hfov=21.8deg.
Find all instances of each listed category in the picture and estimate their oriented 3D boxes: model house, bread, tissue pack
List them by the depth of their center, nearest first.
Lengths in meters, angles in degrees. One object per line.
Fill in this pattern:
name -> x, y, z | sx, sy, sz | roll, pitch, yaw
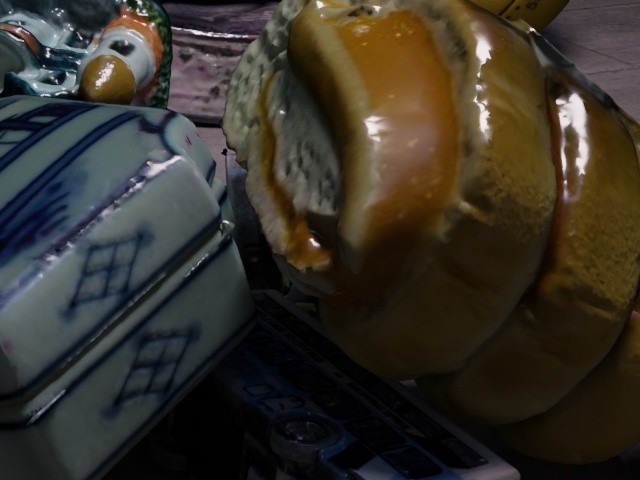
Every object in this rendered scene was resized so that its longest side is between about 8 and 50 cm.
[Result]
bread -> 0.124, -0.019, 1.100 | 0.341, 0.210, 0.300 | 36, 22, -28
model house -> -0.286, -0.131, 1.581 | 0.253, 0.184, 0.291 | 11, 26, 1
tissue pack -> -0.098, -0.250, 1.983 | 0.288, 0.124, 0.394 | -1, 22, -8

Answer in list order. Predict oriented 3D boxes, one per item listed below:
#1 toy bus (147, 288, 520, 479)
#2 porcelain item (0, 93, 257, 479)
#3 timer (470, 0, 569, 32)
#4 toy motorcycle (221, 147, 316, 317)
toy bus -> -0.012, 0.129, 1.076 | 0.131, 0.106, 0.297 | -6, 26, -34
porcelain item -> -0.208, 0.032, 1.049 | 0.285, 0.157, 0.281 | 11, 41, 42
timer -> 0.155, -0.423, 2.155 | 0.387, 0.376, 0.376 | 19, 11, -36
toy motorcycle -> 0.000, 0.000, 1.307 | 0.205, 0.127, 0.275 | -4, -4, -1
